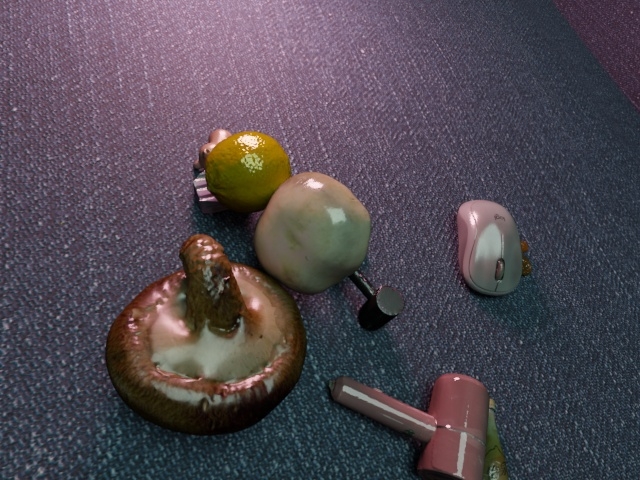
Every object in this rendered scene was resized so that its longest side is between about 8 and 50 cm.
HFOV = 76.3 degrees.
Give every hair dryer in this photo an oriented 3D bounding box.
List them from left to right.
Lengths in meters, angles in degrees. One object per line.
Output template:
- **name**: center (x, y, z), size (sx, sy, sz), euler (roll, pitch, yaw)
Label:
- **hair dryer**: center (0.080, 0.098, 0.967), size (0.070, 0.114, 0.248), euler (-34, 76, -36)
- **hair dryer**: center (0.185, 0.355, 0.867), size (0.352, 0.125, 0.211), euler (25, 54, 0)

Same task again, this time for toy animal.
- **toy animal**: center (-0.263, -0.228, 1.030), size (0.089, 0.084, 0.150), euler (16, 44, 1)

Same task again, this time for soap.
- **soap**: center (-0.239, -0.126, 0.992), size (0.149, 0.056, 0.100), euler (-19, 73, -31)

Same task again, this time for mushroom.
- **mushroom**: center (-0.190, 0.186, 0.751), size (0.344, 0.239, 0.346), euler (1, 70, -3)
- **mushroom**: center (-0.003, -0.016, 0.863), size (0.234, 0.260, 0.254), euler (-13, 108, -56)

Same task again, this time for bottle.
- **bottle**: center (0.363, 0.479, 0.882), size (0.083, 0.083, 0.270), euler (25, 53, -8)

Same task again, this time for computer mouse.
- **computer mouse**: center (0.493, 0.006, 1.173), size (0.184, 0.121, 0.297), euler (12, 61, -10)

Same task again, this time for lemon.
- **lemon**: center (-0.162, -0.147, 0.899), size (0.203, 0.178, 0.178), euler (-32, 78, -35)

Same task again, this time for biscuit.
- **biscuit**: center (0.585, 0.020, 1.273), size (0.138, 0.031, 0.205), euler (-13, 66, -23)
